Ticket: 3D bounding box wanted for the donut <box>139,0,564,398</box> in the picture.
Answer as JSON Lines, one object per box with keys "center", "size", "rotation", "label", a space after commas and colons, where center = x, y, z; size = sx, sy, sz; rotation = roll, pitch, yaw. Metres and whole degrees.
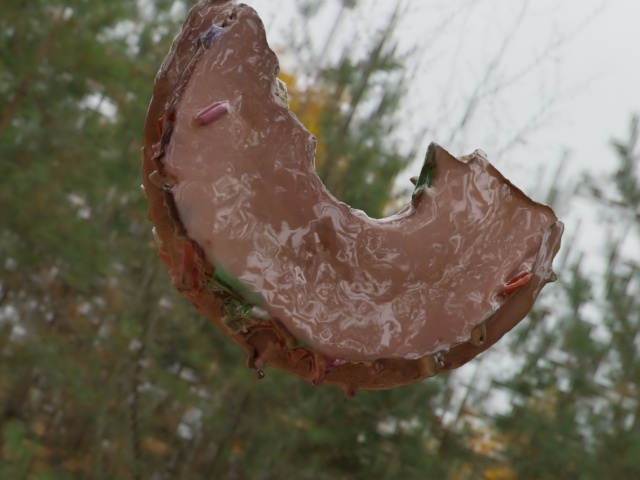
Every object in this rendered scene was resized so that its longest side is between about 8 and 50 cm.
{"center": [0.000, 0.000, 0.568], "size": [0.166, 0.117, 0.065], "rotation": [31, -16, -11], "label": "donut"}
